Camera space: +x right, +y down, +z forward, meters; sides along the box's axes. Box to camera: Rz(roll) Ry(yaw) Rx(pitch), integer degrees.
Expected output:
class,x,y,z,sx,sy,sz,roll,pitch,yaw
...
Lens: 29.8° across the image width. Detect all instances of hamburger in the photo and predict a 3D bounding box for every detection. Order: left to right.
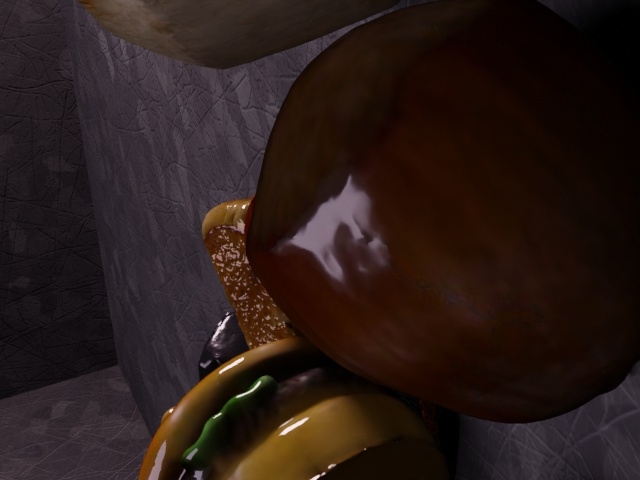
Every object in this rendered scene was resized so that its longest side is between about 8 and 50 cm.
class,x,y,z,sx,sy,sz,roll,pitch,yaw
hamburger,-0.042,0.309,1.564,0.277,0.395,0.396,40,143,39

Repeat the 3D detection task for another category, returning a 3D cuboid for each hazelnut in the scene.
class,x,y,z,sx,sy,sz,roll,pitch,yaw
hazelnut,0.115,-0.021,0.992,0.366,0.365,0.366,164,90,-72

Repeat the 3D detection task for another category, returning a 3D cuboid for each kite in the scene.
class,x,y,z,sx,sy,sz,roll,pitch,yaw
kite,0.123,0.145,1.557,0.125,0.008,0.222,111,139,-57

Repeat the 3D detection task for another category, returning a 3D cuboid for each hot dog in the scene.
class,x,y,z,sx,sy,sz,roll,pitch,yaw
hot dog,-0.059,0.045,1.759,0.150,0.153,0.257,-9,108,43

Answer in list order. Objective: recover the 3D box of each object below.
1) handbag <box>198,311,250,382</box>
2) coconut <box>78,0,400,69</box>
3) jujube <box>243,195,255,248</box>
class,x,y,z,sx,sy,sz,roll,pitch,yaw
handbag,-0.053,0.265,1.948,0.302,0.275,0.178,96,-164,-52
coconut,-0.065,-0.362,1.173,0.415,0.415,0.345,120,134,-65
jujube,0.000,0.000,1.557,0.250,0.174,0.174,10,115,58
